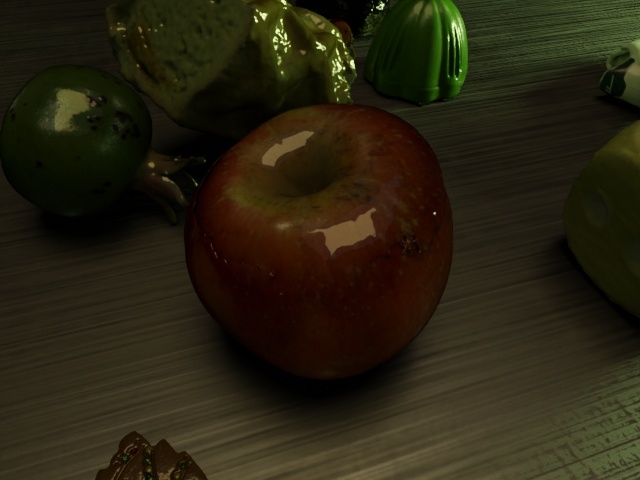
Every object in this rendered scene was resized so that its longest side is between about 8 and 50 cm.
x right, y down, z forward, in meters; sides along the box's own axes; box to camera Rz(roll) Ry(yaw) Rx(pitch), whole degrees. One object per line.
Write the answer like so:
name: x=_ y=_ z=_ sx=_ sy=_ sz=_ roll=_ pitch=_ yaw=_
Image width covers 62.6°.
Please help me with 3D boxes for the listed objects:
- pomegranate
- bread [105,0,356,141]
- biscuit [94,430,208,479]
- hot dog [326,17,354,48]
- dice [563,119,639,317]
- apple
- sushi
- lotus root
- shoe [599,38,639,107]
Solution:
pomegranate: x=-0.254 y=-0.102 z=0.628 sx=0.224 sy=0.181 sz=0.181 roll=26 pitch=44 yaw=-14
bread: x=-0.099 y=-0.232 z=0.681 sx=0.238 sy=0.196 sz=0.252 roll=37 pitch=17 yaw=25
biscuit: x=-0.139 y=0.199 z=0.433 sx=0.092 sy=0.016 sz=0.082 roll=2 pitch=45 yaw=2
hot dog: x=-0.076 y=-0.351 z=0.934 sx=0.270 sy=0.082 sz=0.162 roll=-17 pitch=47 yaw=-17
dice: x=0.385 y=-0.026 z=0.558 sx=0.166 sy=0.169 sz=0.169 roll=-18 pitch=56 yaw=-11
apple: x=0.000 y=0.000 z=0.509 sx=0.251 sy=0.206 sz=0.272 roll=-23 pitch=47 yaw=-9
sushi: x=0.041 y=-0.506 z=1.060 sx=0.124 sy=0.127 sz=0.225 roll=-31 pitch=56 yaw=-29
lotus root: x=0.170 y=-0.346 z=0.879 sx=0.186 sy=0.186 sz=0.186 roll=1 pitch=45 yaw=-1
shoe: x=0.575 y=-0.327 z=0.932 sx=0.110 sy=0.095 sz=0.265 roll=23 pitch=51 yaw=20
